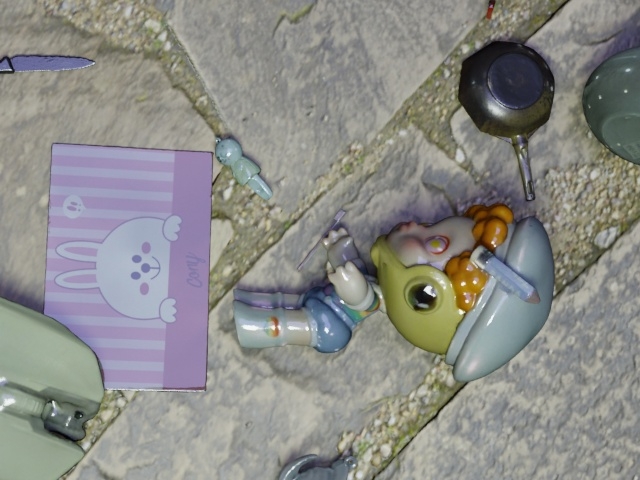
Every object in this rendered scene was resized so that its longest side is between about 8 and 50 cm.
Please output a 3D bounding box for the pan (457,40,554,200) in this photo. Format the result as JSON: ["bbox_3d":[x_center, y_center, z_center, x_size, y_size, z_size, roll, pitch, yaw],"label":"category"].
[{"bbox_3d":[0.267,-0.169,1.465,0.128,0.048,0.202,-34,88,-13],"label":"pan"}]

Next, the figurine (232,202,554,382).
[{"bbox_3d":[0.090,0.072,1.363,0.381,0.224,0.205,-6,104,14],"label":"figurine"}]

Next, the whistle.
[{"bbox_3d":[-0.096,-0.089,1.404,0.035,0.035,0.100,-42,90,-13],"label":"whistle"}]

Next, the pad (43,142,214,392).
[{"bbox_3d":[-0.233,0.032,1.378,0.202,0.005,0.300,3,80,-8],"label":"pad"}]

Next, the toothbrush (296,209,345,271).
[{"bbox_3d":[0.000,0.000,1.418,0.008,0.006,0.097,35,77,11],"label":"toothbrush"}]

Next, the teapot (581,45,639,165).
[{"bbox_3d":[0.451,-0.222,1.448,0.183,0.183,0.251,31,67,-3],"label":"teapot"}]

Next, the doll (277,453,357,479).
[{"bbox_3d":[-0.028,0.324,1.334,0.104,0.062,0.194,45,84,1],"label":"doll"}]

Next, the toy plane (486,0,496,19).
[{"bbox_3d":[0.193,-0.364,1.478,0.194,0.077,0.126,17,70,4],"label":"toy plane"}]

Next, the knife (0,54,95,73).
[{"bbox_3d":[-0.364,-0.217,1.398,0.170,0.010,0.023,-3,87,-11],"label":"knife"}]

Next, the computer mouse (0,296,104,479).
[{"bbox_3d":[-0.458,0.144,1.256,0.429,0.145,0.228,19,76,-5],"label":"computer mouse"}]
